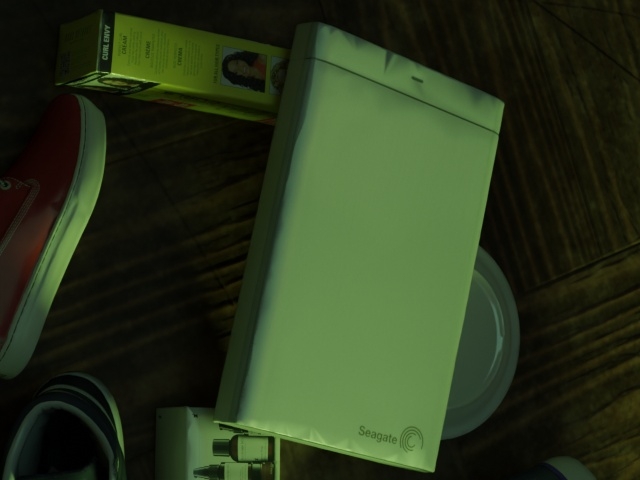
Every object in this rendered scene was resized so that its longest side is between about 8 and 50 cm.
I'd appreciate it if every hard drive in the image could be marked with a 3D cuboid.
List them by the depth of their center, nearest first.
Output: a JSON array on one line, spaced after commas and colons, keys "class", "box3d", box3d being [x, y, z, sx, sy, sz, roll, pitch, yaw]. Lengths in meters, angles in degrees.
[{"class": "hard drive", "box3d": [0.041, 0.011, 1.583, 0.233, 0.047, 0.353, 19, 79, -37]}]

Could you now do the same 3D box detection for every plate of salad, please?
[{"class": "plate of salad", "box3d": [0.106, 0.089, 1.694, 0.200, 0.048, 0.199, 3, 84, -33]}]

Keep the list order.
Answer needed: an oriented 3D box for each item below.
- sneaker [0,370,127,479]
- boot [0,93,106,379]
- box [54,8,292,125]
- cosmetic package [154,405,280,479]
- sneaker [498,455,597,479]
[{"class": "sneaker", "box3d": [-0.181, 0.244, 1.409, 0.099, 0.153, 0.282, -15, 88, -2]}, {"class": "boot", "box3d": [-0.283, -0.031, 1.434, 0.176, 0.088, 0.244, 26, 74, -27]}, {"class": "box", "box3d": [-0.109, -0.148, 1.562, 0.232, 0.087, 0.058, 8, 82, -34]}, {"class": "cosmetic package", "box3d": [-0.089, 0.264, 1.536, 0.099, 0.060, 0.239, 5, 81, -32]}, {"class": "sneaker", "box3d": [0.189, 0.383, 1.678, 0.236, 0.130, 0.322, -24, 102, -24]}]
